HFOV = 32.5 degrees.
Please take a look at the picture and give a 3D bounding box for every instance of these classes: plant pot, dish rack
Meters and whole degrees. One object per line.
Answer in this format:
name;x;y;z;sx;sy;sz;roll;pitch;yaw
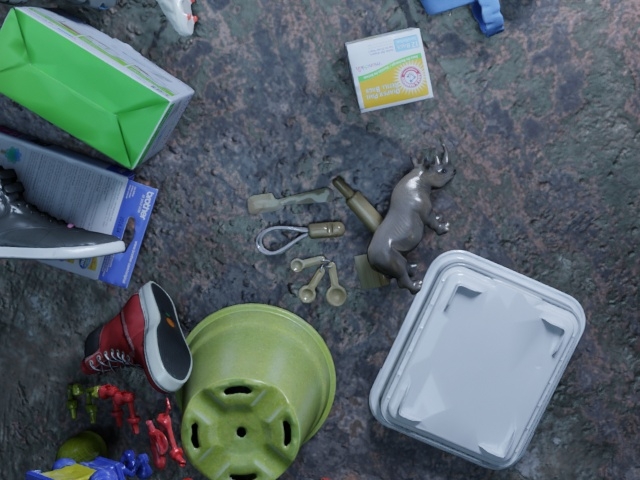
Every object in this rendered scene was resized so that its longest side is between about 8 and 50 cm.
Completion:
plant pot;-0.115;0.262;1.746;0.276;0.254;0.276;0;101;2
dish rack;0.262;0.209;1.821;0.286;0.072;0.332;23;100;-2

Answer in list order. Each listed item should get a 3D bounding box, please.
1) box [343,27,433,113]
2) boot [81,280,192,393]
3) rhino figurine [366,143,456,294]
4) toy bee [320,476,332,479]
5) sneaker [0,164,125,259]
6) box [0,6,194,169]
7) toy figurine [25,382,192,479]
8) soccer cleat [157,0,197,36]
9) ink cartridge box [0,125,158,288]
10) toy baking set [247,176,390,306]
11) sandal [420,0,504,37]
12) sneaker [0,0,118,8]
box;0.100;-0.260;1.662;0.114;0.203;0.103;-12;101;4
boot;-0.303;0.193;1.753;0.176;0.244;0.088;-39;124;8
rhino figurine;0.152;-0.044;1.759;0.106;0.073;0.243;26;85;-22
toy bee;0.121;0.498;1.835;0.298;0.162;0.195;7;99;0
sneaker;-0.452;-0.042;1.712;0.296;0.104;0.146;3;86;-9
box;-0.344;-0.239;1.664;0.262;0.231;0.126;31;101;-5
toy figurine;-0.389;0.345;1.695;0.217;0.363;0.191;-17;102;-39
soccer cleat;-0.252;-0.406;1.717;0.076;0.068;0.196;-19;93;10
ink cartridge box;-0.431;-0.056;1.788;0.311;0.065;0.185;19;103;1
toy baking set;0.006;-0.003;1.803;0.197;0.030;0.256;-37;98;8
sandal;0.188;-0.406;1.677;0.318;0.126;0.138;19;105;-1
sneaker;-0.419;-0.417;1.582;0.125;0.341;0.139;26;113;25
